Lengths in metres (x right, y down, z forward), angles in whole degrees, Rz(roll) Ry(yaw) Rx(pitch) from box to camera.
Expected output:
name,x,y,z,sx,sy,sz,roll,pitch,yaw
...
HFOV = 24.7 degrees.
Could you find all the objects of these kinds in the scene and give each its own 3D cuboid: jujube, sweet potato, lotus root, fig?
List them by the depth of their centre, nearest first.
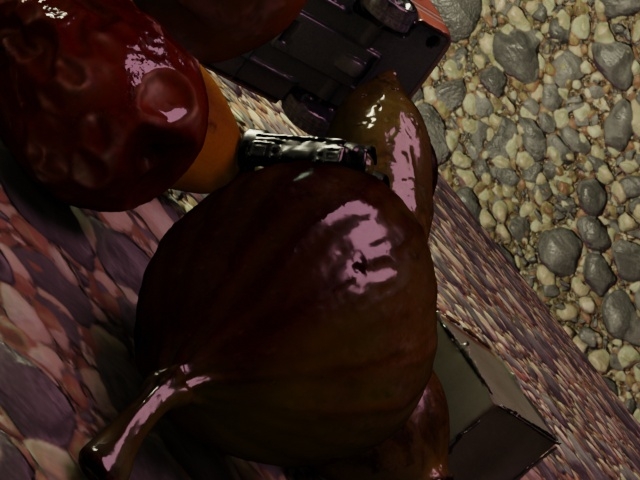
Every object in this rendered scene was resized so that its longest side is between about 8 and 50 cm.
name,x,y,z,sx,sy,sz,roll,pitch,yaw
fig,-0.047,0.077,0.941,0.217,0.217,0.321,50,29,0
jujube,-0.184,-0.125,1.123,0.155,0.155,0.230,37,8,-49
lotus root,0.021,0.120,1.165,0.260,0.128,0.145,49,24,22
sweet potato,0.073,-0.007,1.646,0.130,0.131,0.422,36,42,-51

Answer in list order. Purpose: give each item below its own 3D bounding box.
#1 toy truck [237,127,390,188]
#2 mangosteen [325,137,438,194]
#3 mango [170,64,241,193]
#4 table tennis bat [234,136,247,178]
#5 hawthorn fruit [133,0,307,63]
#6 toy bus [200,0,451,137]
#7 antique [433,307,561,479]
name,x,y,z,sx,sy,sz,roll,pitch,yaw
toy truck,0.001,-0.003,1.434,0.257,0.127,0.127,61,39,-62
mangosteen,0.067,-0.081,1.921,0.200,0.200,0.200,48,12,-13
mango,-0.145,-0.115,1.338,0.217,0.102,0.141,37,24,-42
table tennis bat,-0.052,-0.050,1.568,0.131,0.022,0.234,17,-23,42
hawthorn fruit,-0.118,-0.300,1.243,0.284,0.284,0.284,48,12,-13
toy bus,-0.068,-0.307,1.756,0.427,0.203,0.233,26,27,-27
antique,0.099,0.156,1.294,0.147,0.152,0.148,37,16,-52
